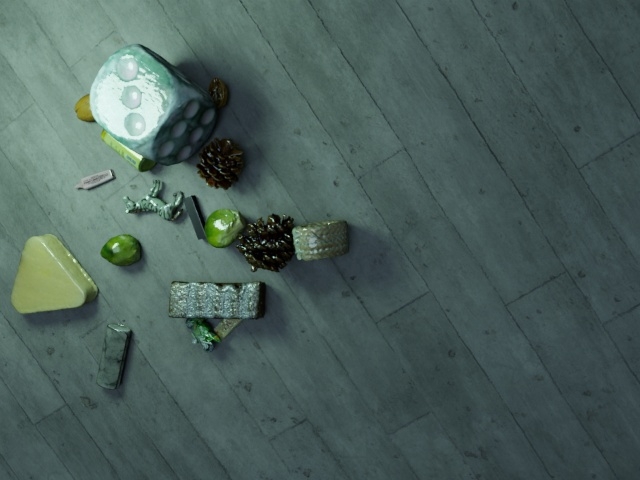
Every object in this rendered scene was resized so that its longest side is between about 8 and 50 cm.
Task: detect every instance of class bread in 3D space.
[{"bbox_3d":[-0.408,0.370,1.904,0.068,0.028,0.153,45,99,2],"label":"bread"},{"bbox_3d":[-0.978,-0.575,1.826,0.189,0.077,0.114,-18,99,7],"label":"bread"},{"bbox_3d":[-0.449,0.257,1.840,0.417,0.113,0.165,-1,83,8],"label":"bread"}]

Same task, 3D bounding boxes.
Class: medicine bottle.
[{"bbox_3d":[-0.813,-0.405,1.803,0.239,0.124,0.124,41,101,1],"label":"medicine bottle"}]

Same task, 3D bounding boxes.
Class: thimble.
[{"bbox_3d":[0.007,-0.001,1.700,0.196,0.229,0.148,-4,98,35],"label":"thimble"}]

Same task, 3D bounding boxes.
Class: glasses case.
[{"bbox_3d":[-0.969,0.543,1.984,0.114,0.060,0.299,16,99,5],"label":"glasses case"}]

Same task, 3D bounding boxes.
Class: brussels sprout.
[{"bbox_3d":[-0.405,-0.057,1.783,0.181,0.161,0.143,-34,124,1],"label":"brussels sprout"},{"bbox_3d":[-0.884,0.049,1.873,0.149,0.122,0.151,29,99,6],"label":"brussels sprout"}]

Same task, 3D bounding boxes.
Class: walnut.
[{"bbox_3d":[-0.415,-0.607,1.755,0.091,0.052,0.121,10,106,33],"label":"walnut"}]

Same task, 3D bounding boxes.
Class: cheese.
[{"bbox_3d":[-1.207,0.198,1.946,0.384,0.104,0.383,1,98,7],"label":"cheese"}]

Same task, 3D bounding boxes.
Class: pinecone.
[{"bbox_3d":[-0.212,0.012,1.735,0.244,0.243,0.257,32,58,2],"label":"pinecone"},{"bbox_3d":[-0.406,-0.326,1.737,0.186,0.168,0.212,22,114,-10],"label":"pinecone"}]

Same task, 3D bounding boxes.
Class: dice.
[{"bbox_3d":[-0.635,-0.514,1.650,0.348,0.330,0.328,40,101,3],"label":"dice"}]

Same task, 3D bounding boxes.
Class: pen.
[{"bbox_3d":[-1.013,-0.267,1.893,0.197,0.032,0.053,-19,95,8],"label":"pen"}]

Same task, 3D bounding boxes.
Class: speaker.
[{"bbox_3d":[-0.541,-0.100,1.850,0.046,0.040,0.191,-18,96,12],"label":"speaker"}]

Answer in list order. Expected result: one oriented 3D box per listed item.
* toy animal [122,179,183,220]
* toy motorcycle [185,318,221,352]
[{"bbox_3d":[-0.719,-0.182,1.843,0.255,0.090,0.169,12,104,8],"label":"toy animal"},{"bbox_3d":[-0.527,0.407,1.900,0.106,0.074,0.190,-46,76,16],"label":"toy motorcycle"}]
